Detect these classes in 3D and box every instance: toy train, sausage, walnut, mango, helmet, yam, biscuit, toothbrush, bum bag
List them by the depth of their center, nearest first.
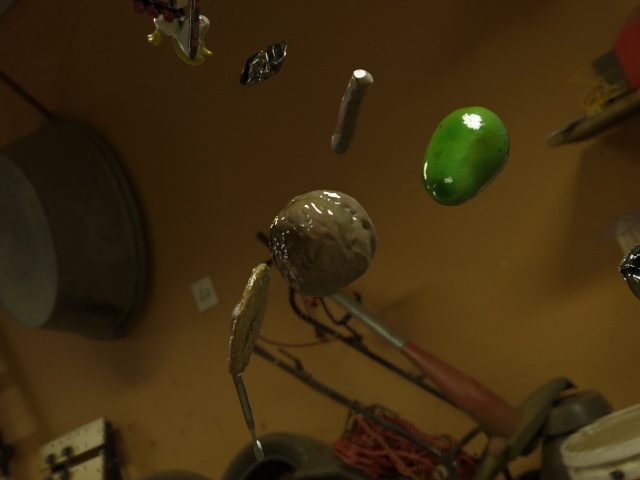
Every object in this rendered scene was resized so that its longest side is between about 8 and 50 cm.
[{"bbox_3d":[-0.131,0.148,1.494,0.033,0.219,0.220,14,-5,6],"label":"biscuit"},{"bbox_3d":[0.676,0.072,1.557,0.153,0.107,0.177,-23,16,19],"label":"helmet"},{"bbox_3d":[-0.350,-0.524,1.721,0.050,0.138,0.087,-47,-30,-49],"label":"toy train"},{"bbox_3d":[0.002,-0.001,1.784,0.248,0.248,0.248,-23,-8,-3],"label":"walnut"},{"bbox_3d":[-0.287,-0.491,1.811,0.198,0.025,0.028,103,-168,-49],"label":"sausage"},{"bbox_3d":[-0.187,0.462,2.095,0.024,0.029,0.354,-9,-51,0],"label":"toothbrush"},{"bbox_3d":[-0.151,-0.483,2.192,0.102,0.069,0.248,-52,25,-18],"label":"bum bag"},{"bbox_3d":[0.409,-0.232,2.254,0.201,0.225,0.382,98,-165,-48],"label":"mango"},{"bbox_3d":[0.098,-0.405,2.529,0.081,0.081,0.356,-20,-24,-23],"label":"yam"}]

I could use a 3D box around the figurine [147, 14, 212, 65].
[{"bbox_3d":[-0.354,-0.541,2.093,0.129,0.178,0.109,-61,1,13],"label":"figurine"}]
